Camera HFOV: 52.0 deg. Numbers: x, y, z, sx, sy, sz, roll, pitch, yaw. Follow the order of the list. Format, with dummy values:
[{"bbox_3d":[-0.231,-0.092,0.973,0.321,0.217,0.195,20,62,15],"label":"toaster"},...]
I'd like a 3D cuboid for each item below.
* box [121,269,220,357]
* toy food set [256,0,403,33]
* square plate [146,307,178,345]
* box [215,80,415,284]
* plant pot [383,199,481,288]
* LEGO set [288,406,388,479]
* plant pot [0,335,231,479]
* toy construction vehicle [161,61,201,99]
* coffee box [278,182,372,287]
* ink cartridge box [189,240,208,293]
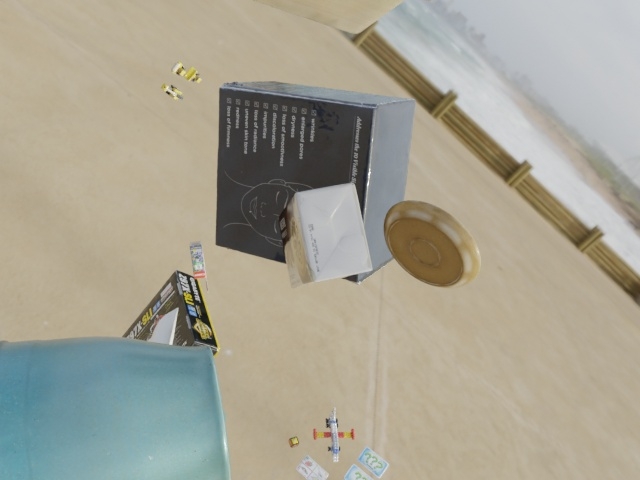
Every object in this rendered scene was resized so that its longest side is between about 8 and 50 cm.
[{"bbox_3d":[-0.386,0.271,1.576,0.079,0.322,0.257,28,21,-36],"label":"box"},{"bbox_3d":[0.035,-0.406,0.910,0.306,0.220,0.092,1,73,-43],"label":"toy food set"},{"bbox_3d":[-0.338,0.346,1.219,0.049,0.347,0.343,14,51,-11],"label":"square plate"},{"bbox_3d":[-0.022,-0.185,1.864,0.472,0.479,0.297,15,21,27],"label":"box"},{"bbox_3d":[0.229,0.018,1.410,0.236,0.236,0.032,43,58,2],"label":"plant pot"},{"bbox_3d":[0.041,0.561,1.701,0.244,0.060,0.182,38,54,12],"label":"LEGO set"},{"bbox_3d":[-0.248,0.237,0.807,0.255,0.271,0.271,-8,41,-14],"label":"plant pot"},{"bbox_3d":[-0.318,-0.363,1.509,0.035,0.086,0.098,42,4,15],"label":"toy construction vehicle"},{"bbox_3d":[0.000,0.000,1.324,0.297,0.119,0.168,150,-71,-78],"label":"coffee box"},{"bbox_3d":[-0.279,0.062,1.501,0.029,0.115,0.063,-7,9,-10],"label":"ink cartridge box"}]
